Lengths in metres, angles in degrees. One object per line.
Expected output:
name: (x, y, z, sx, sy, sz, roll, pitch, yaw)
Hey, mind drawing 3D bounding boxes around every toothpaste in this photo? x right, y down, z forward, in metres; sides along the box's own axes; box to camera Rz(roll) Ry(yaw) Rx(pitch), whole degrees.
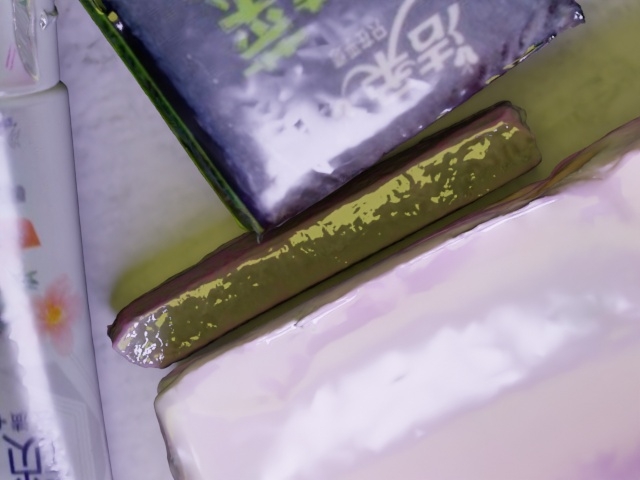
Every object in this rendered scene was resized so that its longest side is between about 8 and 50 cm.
toothpaste: (-0.132, 0.048, 0.816, 0.100, 0.066, 0.323, -1, 105, 4)

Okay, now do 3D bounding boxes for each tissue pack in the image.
tissue pack: (-0.026, -0.142, 0.787, 0.173, 0.073, 0.235, -34, 105, 6)

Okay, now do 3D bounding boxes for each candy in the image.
candy: (0.075, 0.066, 0.780, 0.265, 0.116, 0.155, -29, 85, 5)

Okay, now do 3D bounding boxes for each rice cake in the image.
rice cake: (0.000, 0.000, 0.825, 0.206, 0.047, 0.036, -28, 92, 6)
